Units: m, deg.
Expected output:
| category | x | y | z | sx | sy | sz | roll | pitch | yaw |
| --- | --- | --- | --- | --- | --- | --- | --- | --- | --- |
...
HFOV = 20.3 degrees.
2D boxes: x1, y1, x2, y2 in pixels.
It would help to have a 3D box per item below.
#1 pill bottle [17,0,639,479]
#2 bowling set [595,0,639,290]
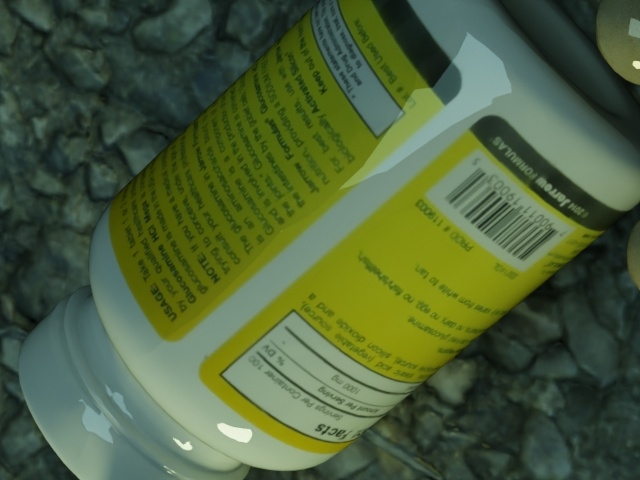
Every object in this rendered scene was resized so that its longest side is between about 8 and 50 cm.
| category | x | y | z | sx | sy | sz | roll | pitch | yaw |
| --- | --- | --- | --- | --- | --- | --- | --- | --- | --- |
| pill bottle | 0.000 | 0.000 | 0.949 | 0.334 | 0.188 | 0.188 | -41 | 76 | 19 |
| bowling set | 0.237 | -0.008 | 0.788 | 0.154 | 0.200 | 0.287 | -27 | 103 | -20 |
